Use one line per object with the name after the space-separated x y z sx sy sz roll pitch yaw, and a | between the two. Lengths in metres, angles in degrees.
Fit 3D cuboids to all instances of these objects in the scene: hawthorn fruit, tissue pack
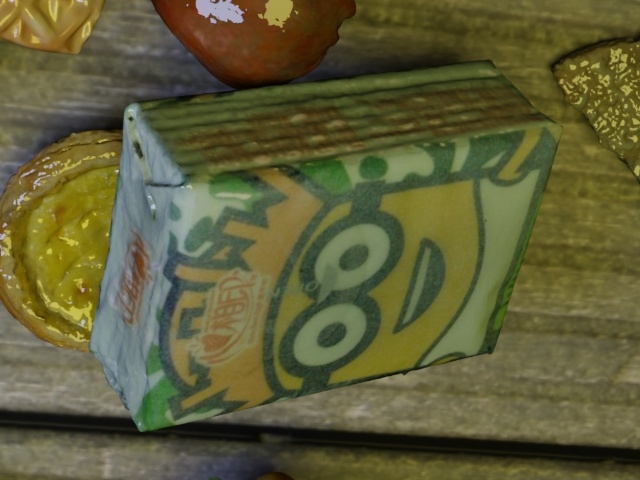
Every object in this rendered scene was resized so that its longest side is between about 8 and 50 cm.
-0.062 -0.184 1.287 0.189 0.149 0.149 18 112 16 | hawthorn fruit
0.000 0.000 1.304 0.310 0.128 0.228 -11 132 -29 | tissue pack

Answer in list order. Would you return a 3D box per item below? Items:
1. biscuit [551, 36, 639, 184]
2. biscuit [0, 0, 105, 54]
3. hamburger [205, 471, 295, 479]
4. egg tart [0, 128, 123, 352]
0.300 -0.081 1.448 0.133 0.032 0.250 -36 114 5 | biscuit
-0.203 -0.291 1.176 0.204 0.040 0.309 15 86 -28 | biscuit
-0.054 0.313 1.442 0.170 0.246 0.246 -26 116 -11 | hamburger
-0.165 -0.003 1.372 0.191 0.074 0.191 -4 115 -8 | egg tart
